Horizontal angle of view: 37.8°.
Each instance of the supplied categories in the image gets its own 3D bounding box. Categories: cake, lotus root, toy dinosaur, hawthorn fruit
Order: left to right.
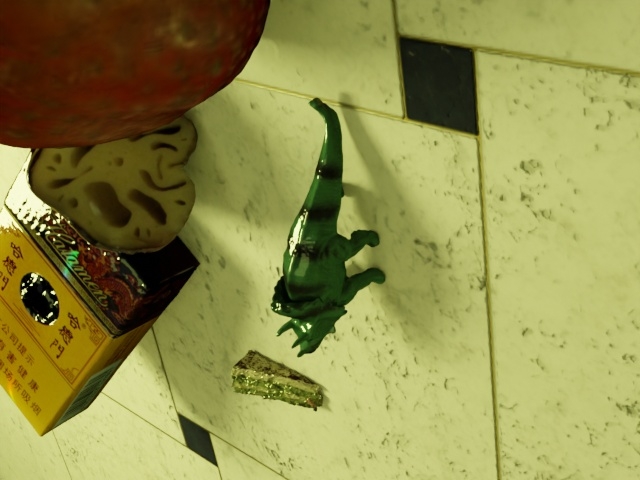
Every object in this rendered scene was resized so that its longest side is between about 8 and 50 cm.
[{"bbox_3d":[-0.253,-0.256,0.832,0.403,0.403,0.402,30,137,32],"label":"hawthorn fruit"},{"bbox_3d":[-0.251,-0.086,1.163,0.199,0.188,0.180,41,169,-13],"label":"lotus root"},{"bbox_3d":[-0.061,0.195,1.254,0.140,0.055,0.051,19,125,38],"label":"cake"},{"bbox_3d":[0.014,0.000,0.996,0.079,0.120,0.292,35,117,43],"label":"toy dinosaur"}]

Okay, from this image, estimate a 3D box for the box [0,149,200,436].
[{"bbox_3d":[-0.378,0.072,1.383,0.264,0.116,0.415,50,128,10],"label":"box"}]
